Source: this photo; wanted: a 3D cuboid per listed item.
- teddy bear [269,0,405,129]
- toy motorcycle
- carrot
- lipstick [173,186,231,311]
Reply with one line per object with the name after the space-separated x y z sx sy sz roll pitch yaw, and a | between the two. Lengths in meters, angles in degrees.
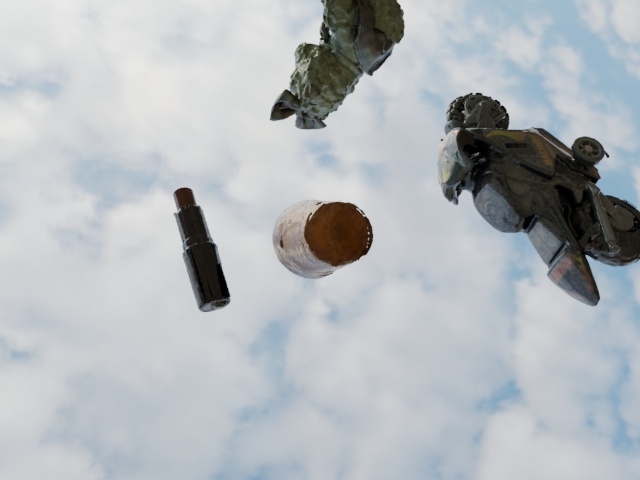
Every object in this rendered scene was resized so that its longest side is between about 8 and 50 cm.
0.033 -0.212 0.691 0.111 0.133 0.213 19 -89 16 | teddy bear
0.246 -0.064 0.772 0.173 0.108 0.307 -32 -115 -27 | toy motorcycle
0.000 0.000 1.423 0.195 0.254 0.196 0 -89 -11 | carrot
-0.270 0.015 1.420 0.081 0.081 0.300 -5 -116 -30 | lipstick
